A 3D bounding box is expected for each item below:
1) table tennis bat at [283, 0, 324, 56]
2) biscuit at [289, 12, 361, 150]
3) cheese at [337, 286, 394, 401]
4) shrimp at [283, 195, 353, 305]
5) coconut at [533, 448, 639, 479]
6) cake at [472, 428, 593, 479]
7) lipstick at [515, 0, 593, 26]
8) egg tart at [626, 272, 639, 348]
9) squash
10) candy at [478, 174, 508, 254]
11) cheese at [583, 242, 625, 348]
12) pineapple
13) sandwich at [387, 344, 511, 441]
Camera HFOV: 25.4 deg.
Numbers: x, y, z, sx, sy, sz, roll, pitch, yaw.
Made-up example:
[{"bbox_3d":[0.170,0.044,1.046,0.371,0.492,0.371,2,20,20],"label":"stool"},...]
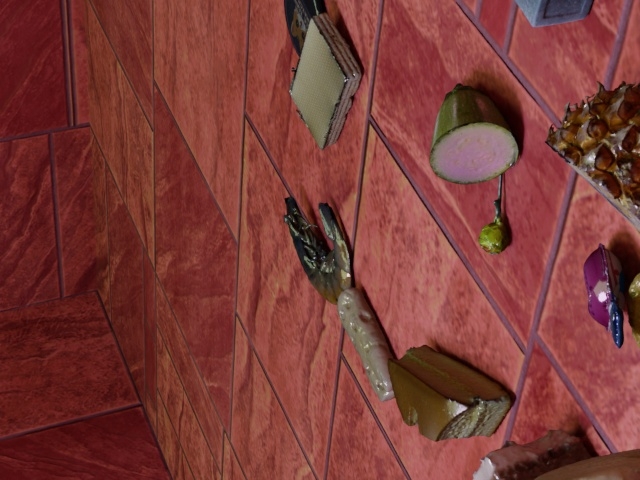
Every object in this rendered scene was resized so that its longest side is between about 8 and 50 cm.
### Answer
[{"bbox_3d":[-0.018,-0.361,2.141,0.236,0.027,0.150,104,147,-57],"label":"table tennis bat"},{"bbox_3d":[0.005,-0.234,2.111,0.121,0.040,0.199,60,157,19],"label":"biscuit"},{"bbox_3d":[0.075,0.157,2.170,0.065,0.043,0.194,101,151,-52],"label":"cheese"},{"bbox_3d":[0.000,0.000,2.290,0.217,0.051,0.150,60,152,24],"label":"shrimp"},{"bbox_3d":[0.295,0.336,1.348,0.237,0.237,0.266,167,90,-71],"label":"coconut"},{"bbox_3d":[0.249,0.309,1.615,0.147,0.135,0.134,60,155,31],"label":"cake"},{"bbox_3d":[0.186,-0.353,1.483,0.068,0.066,0.317,100,151,-49],"label":"lipstick"},{"bbox_3d":[0.334,0.076,1.370,0.105,0.039,0.105,168,90,-71],"label":"egg tart"},{"bbox_3d":[0.172,-0.145,1.657,0.105,0.105,0.132,100,170,-48],"label":"squash"},{"bbox_3d":[0.209,-0.042,1.682,0.035,0.035,0.123,16,112,33],"label":"candy"},{"bbox_3d":[0.289,0.056,1.436,0.145,0.038,0.095,-85,-13,-64],"label":"cheese"},{"bbox_3d":[0.302,-0.085,1.266,0.161,0.137,0.176,34,-167,-46],"label":"pineapple"},{"bbox_3d":[0.164,0.213,1.873,0.244,0.090,0.088,-151,54,-66],"label":"sandwich"}]
